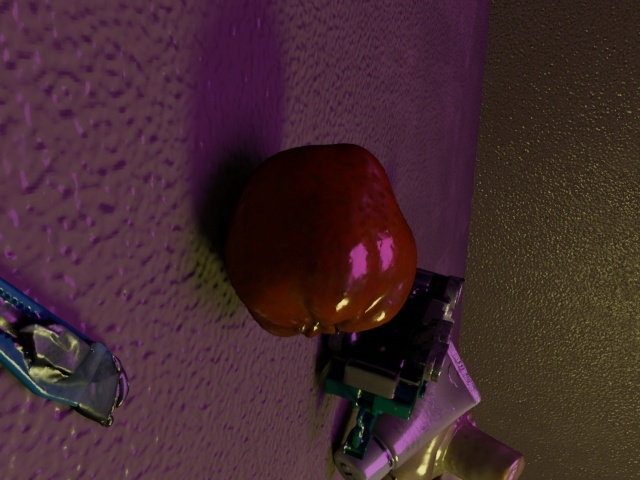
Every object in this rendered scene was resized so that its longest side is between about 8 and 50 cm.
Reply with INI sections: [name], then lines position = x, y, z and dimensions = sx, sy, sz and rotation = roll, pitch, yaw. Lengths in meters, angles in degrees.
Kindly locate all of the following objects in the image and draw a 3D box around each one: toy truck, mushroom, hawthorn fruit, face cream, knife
[toy truck]
position = 0.117, 0.164, 0.928
dimensions = 0.363, 0.177, 0.177
rotation = -46, 148, -58
[mushroom]
position = 0.261, 0.408, 1.176
dimensions = 0.292, 0.290, 0.292
rotation = -43, 147, -37
[hawthorn fruit]
position = 0.000, 0.000, 0.530
dimensions = 0.189, 0.189, 0.189
rotation = 7, 90, -70
[face cream]
position = 0.160, 0.305, 1.008
dimensions = 0.315, 0.089, 0.143
rotation = -31, 93, -30
[knife]
position = -0.170, 0.035, 0.285
dimensions = 0.044, 0.026, 0.296
rotation = -60, 153, -23

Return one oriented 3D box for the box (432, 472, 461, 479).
[box]
position = 0.226, 0.670, 1.355
dimensions = 0.365, 0.051, 0.204
rotation = 111, -1, -59
